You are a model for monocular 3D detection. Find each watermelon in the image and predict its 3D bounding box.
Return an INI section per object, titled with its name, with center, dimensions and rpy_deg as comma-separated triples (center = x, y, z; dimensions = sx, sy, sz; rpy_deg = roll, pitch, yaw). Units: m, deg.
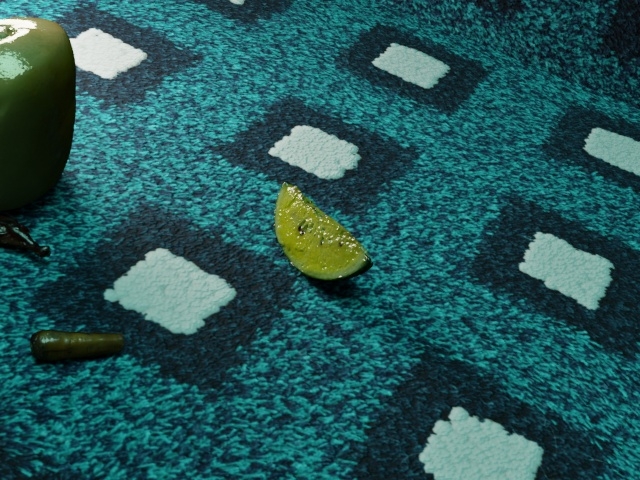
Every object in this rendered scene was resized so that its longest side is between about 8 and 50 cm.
[watermelon]
center = 0.000, 0.000, 1.963
dimensions = 0.123, 0.129, 0.301
rpy_deg = -16, 42, -37

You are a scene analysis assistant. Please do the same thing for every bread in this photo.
[bread]
center = -0.633, -0.251, 1.859
dimensions = 0.252, 0.376, 0.348
rpy_deg = 28, 38, 15

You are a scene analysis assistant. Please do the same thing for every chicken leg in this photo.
[chicken leg]
center = -0.631, -0.012, 1.828
dimensions = 0.219, 0.048, 0.090
rpy_deg = 12, 41, -4

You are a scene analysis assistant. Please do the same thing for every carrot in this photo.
[carrot]
center = -0.432, 0.186, 1.652
dimensions = 0.161, 0.055, 0.055
rpy_deg = 4, 39, -26
